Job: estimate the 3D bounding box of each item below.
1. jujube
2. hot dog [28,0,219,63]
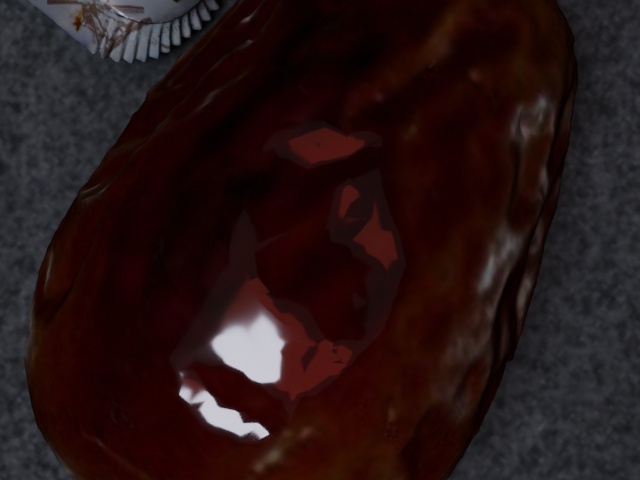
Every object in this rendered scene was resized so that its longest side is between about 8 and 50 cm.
[{"bbox_3d":[0.000,0.000,0.573,0.223,0.223,0.318,30,79,0],"label":"jujube"},{"bbox_3d":[-0.142,-0.175,0.641,0.191,0.059,0.108,38,73,4],"label":"hot dog"}]
